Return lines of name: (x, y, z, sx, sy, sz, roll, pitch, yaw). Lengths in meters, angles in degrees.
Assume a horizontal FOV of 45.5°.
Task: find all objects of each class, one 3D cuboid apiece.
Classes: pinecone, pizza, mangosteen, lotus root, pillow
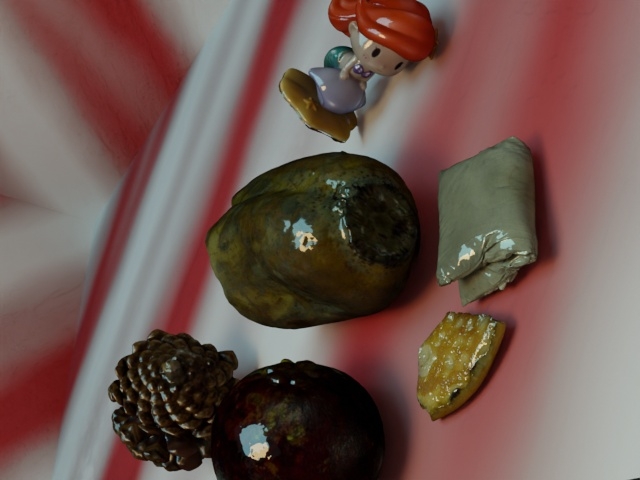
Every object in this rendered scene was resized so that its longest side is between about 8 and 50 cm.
pinecone: (-0.260, 0.296, 1.392, 0.264, 0.264, 0.264, -41, 40, 45)
pizza: (0.164, 0.142, 0.911, 0.160, 0.036, 0.099, -58, 30, 23)
mangosteen: (-0.026, 0.296, 1.007, 0.231, 0.231, 0.289, -133, 34, -60)
lotus root: (0.000, 0.000, 1.096, 0.346, 0.251, 0.250, -14, 61, 58)
pillow: (0.199, -0.030, 0.914, 0.134, 0.078, 0.181, -36, 40, 45)

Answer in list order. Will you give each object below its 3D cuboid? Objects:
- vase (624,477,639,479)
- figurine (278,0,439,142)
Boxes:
vase: (0.310, 0.203, 0.478, 0.321, 0.173, 0.173, -38, 41, 37)
figurine: (0.067, -0.312, 1.247, 0.257, 0.181, 0.208, -41, 10, 34)
